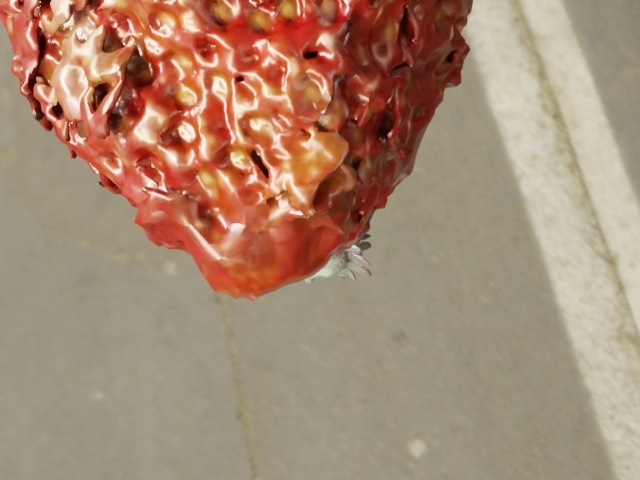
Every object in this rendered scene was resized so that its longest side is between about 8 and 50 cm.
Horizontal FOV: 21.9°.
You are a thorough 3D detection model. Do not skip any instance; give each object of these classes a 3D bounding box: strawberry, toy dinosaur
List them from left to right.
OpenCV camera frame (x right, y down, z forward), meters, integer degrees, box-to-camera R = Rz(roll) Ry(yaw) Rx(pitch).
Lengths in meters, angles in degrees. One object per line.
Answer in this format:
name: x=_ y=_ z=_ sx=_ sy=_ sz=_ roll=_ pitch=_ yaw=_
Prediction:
strawberry: x=-0.026 y=-0.073 z=0.624 sx=0.187 sy=0.184 sz=0.201 roll=-10 pitch=60 yaw=-6
toy dinosaur: x=0.000 y=-0.002 z=1.495 sx=0.082 sy=0.209 sz=0.039 roll=0 pitch=70 yaw=23
